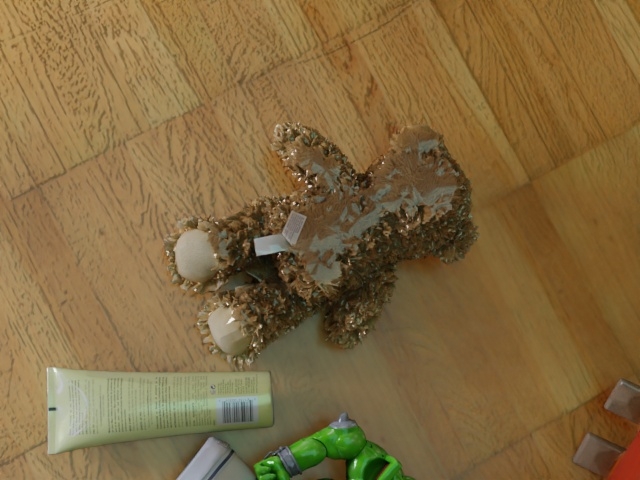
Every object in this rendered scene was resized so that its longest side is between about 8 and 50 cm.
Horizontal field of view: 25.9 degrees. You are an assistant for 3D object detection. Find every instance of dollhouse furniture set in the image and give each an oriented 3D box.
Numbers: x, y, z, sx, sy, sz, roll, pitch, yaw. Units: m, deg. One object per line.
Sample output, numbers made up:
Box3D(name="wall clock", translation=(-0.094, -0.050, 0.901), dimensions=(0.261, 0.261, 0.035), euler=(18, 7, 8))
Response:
Box3D(name="dollhouse furniture set", translation=(0.294, 0.293, 1.447), dimensions=(0.135, 0.262, 0.259), euler=(24, 111, -3))

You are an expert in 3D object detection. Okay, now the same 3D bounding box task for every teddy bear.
Box3D(name="teddy bear", translation=(0.000, 0.000, 1.513), dimensions=(0.338, 0.113, 0.245), euler=(-43, 84, -4))

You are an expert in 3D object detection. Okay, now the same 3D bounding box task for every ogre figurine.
Box3D(name="ogre figurine", translation=(0.037, 0.271, 1.476), dimensions=(0.197, 0.097, 0.118), euler=(43, 87, 6))

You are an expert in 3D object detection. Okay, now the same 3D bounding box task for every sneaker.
Box3D(name="sneaker", translation=(-0.156, 0.327, 1.436), dimensions=(0.091, 0.094, 0.258), euler=(38, 78, 2))

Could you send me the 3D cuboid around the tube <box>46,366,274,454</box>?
Box3D(name="tube", translation=(-0.170, 0.173, 1.478), dimensions=(0.240, 0.070, 0.062), euler=(-3, 127, -5))
